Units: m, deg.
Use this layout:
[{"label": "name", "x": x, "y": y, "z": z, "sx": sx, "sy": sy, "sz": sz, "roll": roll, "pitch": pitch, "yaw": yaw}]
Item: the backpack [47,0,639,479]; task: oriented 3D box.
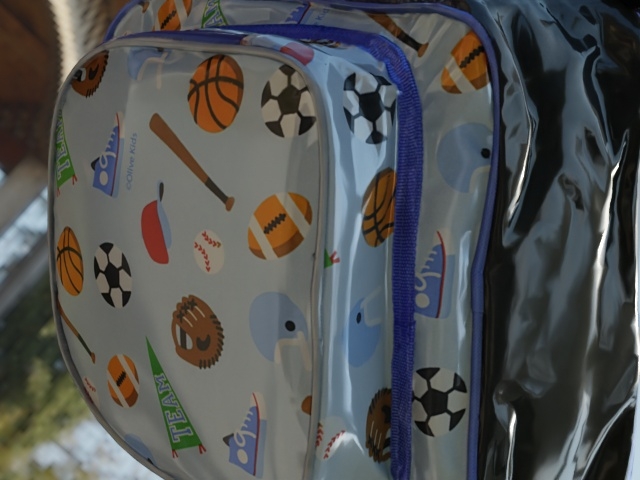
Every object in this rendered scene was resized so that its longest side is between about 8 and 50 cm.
[{"label": "backpack", "x": 0.000, "y": 0.000, "z": 0.763, "sx": 0.263, "sy": 0.213, "sz": 0.277, "roll": 18, "pitch": -75, "yaw": 54}]
